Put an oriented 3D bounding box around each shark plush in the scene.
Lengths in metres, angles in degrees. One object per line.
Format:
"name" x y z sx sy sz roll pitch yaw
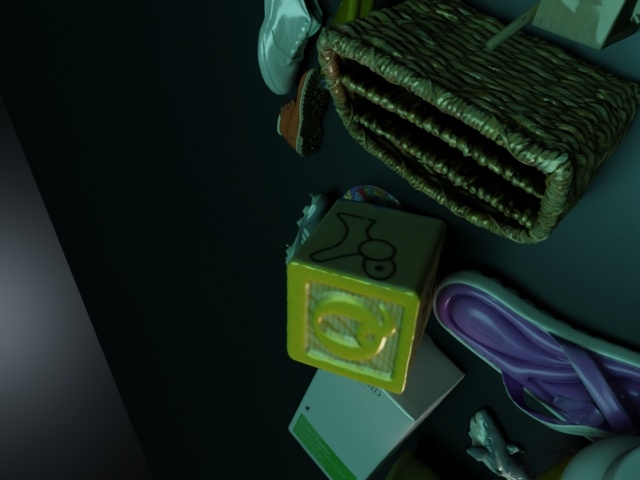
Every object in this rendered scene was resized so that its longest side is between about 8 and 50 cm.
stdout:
"shark plush" 0.309 0.362 0.872 0.067 0.073 0.161 -49 68 18

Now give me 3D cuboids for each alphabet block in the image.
"alphabet block" 0.072 0.075 0.795 0.192 0.197 0.194 13 125 19

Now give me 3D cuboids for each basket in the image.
"basket" 0.150 -0.117 0.601 0.299 0.223 0.214 37 141 21

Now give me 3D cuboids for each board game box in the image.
"board game box" 0.082 -0.010 0.899 0.133 0.033 0.169 16 123 41

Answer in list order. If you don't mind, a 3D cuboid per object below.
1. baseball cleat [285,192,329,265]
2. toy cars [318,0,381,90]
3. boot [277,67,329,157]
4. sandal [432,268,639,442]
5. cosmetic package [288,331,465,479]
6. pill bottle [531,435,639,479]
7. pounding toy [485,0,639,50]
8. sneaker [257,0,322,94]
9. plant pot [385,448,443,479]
"baseball cleat" 0.000 0.000 0.980 0.109 0.072 0.206 35 141 8
"toy cars" 0.077 -0.344 0.643 0.177 0.087 0.394 -93 15 -46
"boot" -0.036 -0.225 0.878 0.084 0.059 0.158 43 139 27
"sandal" 0.321 0.195 0.712 0.416 0.102 0.170 31 135 29
"cosmetic package" 0.088 0.310 0.995 0.197 0.155 0.366 43 139 23
"pill bottle" 0.357 0.344 0.619 0.187 0.188 0.334 37 158 25
"pounding toy" 0.252 -0.244 0.496 0.100 0.130 0.141 36 135 27
"sneaker" -0.039 -0.325 0.810 0.094 0.080 0.212 21 127 23
"plant pot" 0.230 0.565 0.942 0.253 0.276 0.276 16 124 27
